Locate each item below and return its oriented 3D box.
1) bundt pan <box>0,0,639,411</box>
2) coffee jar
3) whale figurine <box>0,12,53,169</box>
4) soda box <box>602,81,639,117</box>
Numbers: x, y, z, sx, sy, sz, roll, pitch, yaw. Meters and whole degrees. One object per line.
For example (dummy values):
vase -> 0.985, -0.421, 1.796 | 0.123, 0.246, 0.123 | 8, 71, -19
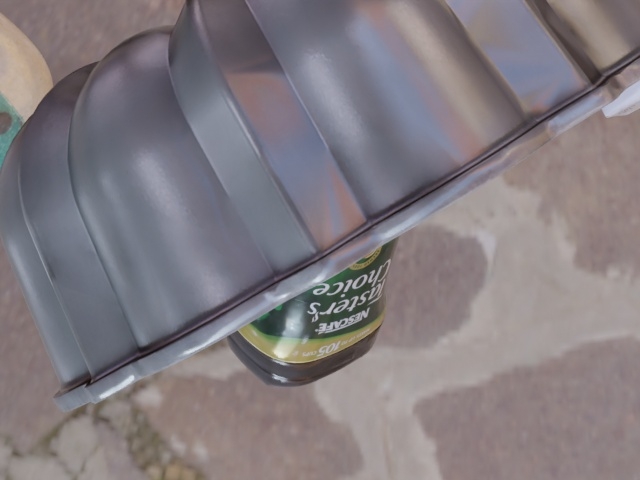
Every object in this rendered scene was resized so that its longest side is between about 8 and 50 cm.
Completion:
bundt pan -> -0.004, -0.061, 0.855 | 0.331, 0.331, 0.124 | -29, 94, 16
coffee jar -> 0.000, 0.000, 1.117 | 0.079, 0.096, 0.184 | 44, 143, 29
whale figurine -> -0.261, -0.069, 1.335 | 0.216, 0.141, 0.272 | 27, 158, 27
soda box -> 0.148, -0.180, 1.095 | 0.074, 0.069, 0.216 | -29, 85, 19
